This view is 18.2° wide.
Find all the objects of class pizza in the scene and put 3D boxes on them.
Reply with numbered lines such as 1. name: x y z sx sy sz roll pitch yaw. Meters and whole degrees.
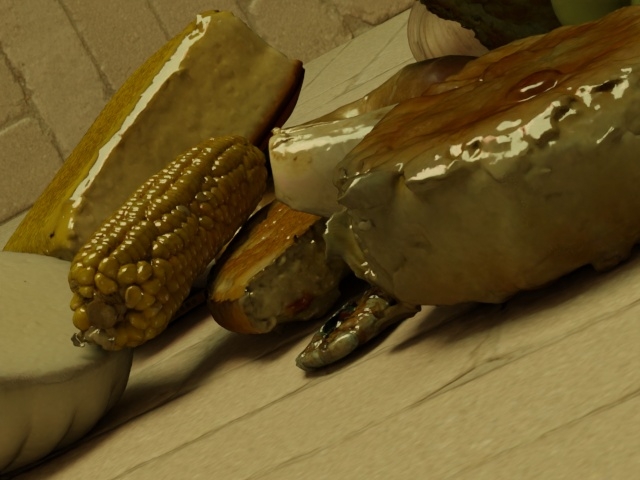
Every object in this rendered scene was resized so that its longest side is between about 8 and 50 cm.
1. pizza: 0.000 0.000 1.753 0.223 0.089 0.323 -36 10 6

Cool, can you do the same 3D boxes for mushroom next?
1. mushroom: 0.124 -0.091 1.636 0.351 0.095 0.123 -15 28 -19

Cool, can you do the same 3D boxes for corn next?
1. corn: -0.132 -0.012 1.768 0.102 0.102 0.313 -24 18 30

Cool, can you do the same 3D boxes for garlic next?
1. garlic: 0.193 -0.326 2.432 0.245 0.253 0.245 -33 1 1

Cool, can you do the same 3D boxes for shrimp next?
1. shrimp: 0.034 0.052 1.539 0.091 0.034 0.161 -21 14 47

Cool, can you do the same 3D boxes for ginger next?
1. ginger: 0.017 -0.092 2.103 0.363 0.122 0.348 -41 19 -5

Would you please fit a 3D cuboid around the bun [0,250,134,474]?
1. bun: -0.295 0.132 1.765 0.263 0.175 0.263 6 26 -3

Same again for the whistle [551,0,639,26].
1. whistle: 0.312 -0.210 1.700 0.288 0.106 0.131 8 -13 31

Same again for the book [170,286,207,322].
1. book: -0.235 0.113 2.075 0.242 0.018 0.170 -32 10 -16

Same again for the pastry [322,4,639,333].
1. pastry: 0.166 -0.062 1.425 0.330 0.136 0.329 -24 14 6

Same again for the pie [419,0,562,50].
1. pie: 0.170 -0.308 1.875 0.395 0.418 0.180 125 161 -64

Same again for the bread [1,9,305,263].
1. bread: -0.182 -0.064 2.079 0.323 0.143 0.333 -55 11 -14
